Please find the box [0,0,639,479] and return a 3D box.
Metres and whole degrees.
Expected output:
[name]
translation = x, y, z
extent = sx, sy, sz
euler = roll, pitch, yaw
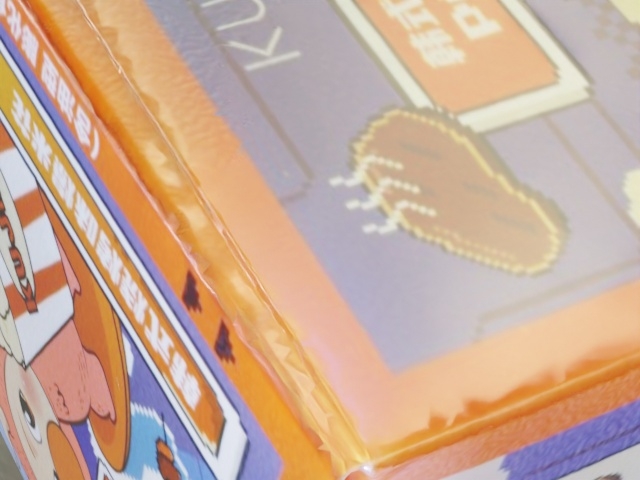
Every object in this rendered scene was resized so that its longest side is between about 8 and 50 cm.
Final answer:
[box]
translation = 0.000, 0.000, 0.577
extent = 0.257, 0.319, 0.349
euler = -19, 57, -24
